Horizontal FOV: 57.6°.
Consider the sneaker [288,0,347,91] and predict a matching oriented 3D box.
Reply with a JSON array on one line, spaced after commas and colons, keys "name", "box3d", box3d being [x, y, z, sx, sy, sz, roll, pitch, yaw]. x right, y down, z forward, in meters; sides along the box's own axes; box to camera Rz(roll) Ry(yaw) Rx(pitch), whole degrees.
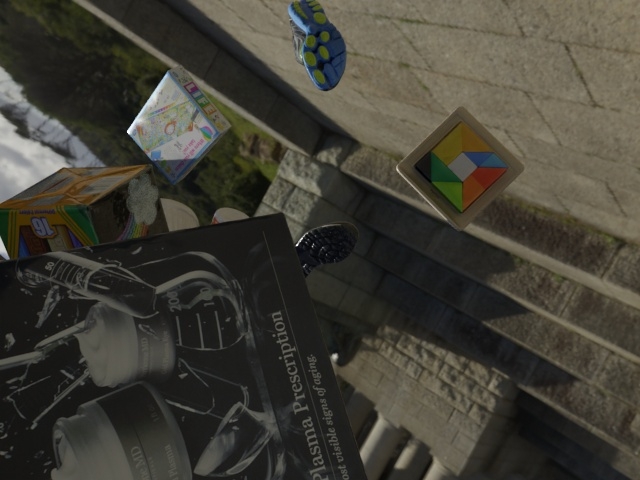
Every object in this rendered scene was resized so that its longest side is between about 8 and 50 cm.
[{"name": "sneaker", "box3d": [-0.004, -0.291, 0.885, 0.078, 0.067, 0.188, 81, 172, -54]}]

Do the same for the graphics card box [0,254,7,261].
[{"name": "graphics card box", "box3d": [-0.614, -0.001, 0.789, 0.371, 0.094, 0.233, 49, -167, -22]}]

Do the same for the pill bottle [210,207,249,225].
[{"name": "pill bottle", "box3d": [-0.213, 0.011, 1.285, 0.086, 0.152, 0.086, 20, -158, -9]}]

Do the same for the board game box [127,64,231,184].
[{"name": "board game box", "box3d": [-0.200, -0.156, 0.812, 0.103, 0.026, 0.154, 51, 136, -7]}]

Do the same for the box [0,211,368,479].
[{"name": "box", "box3d": [-0.147, 0.183, 0.533, 0.312, 0.343, 0.179, -12, 160, -20]}]

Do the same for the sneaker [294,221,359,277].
[{"name": "sneaker", "box3d": [0.000, 0.000, 1.476, 0.107, 0.124, 0.283, 47, 136, -13]}]

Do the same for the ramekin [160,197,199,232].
[{"name": "ramekin", "box3d": [-0.374, 0.013, 1.328, 0.207, 0.207, 0.109, 28, -147, -43]}]

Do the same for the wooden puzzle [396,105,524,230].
[{"name": "wooden puzzle", "box3d": [0.337, -0.176, 1.392, 0.221, 0.238, 0.044, 46, 172, 6]}]

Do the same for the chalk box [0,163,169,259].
[{"name": "chalk box", "box3d": [-0.356, 0.042, 0.948, 0.179, 0.289, 0.180, 1, -153, 17]}]
